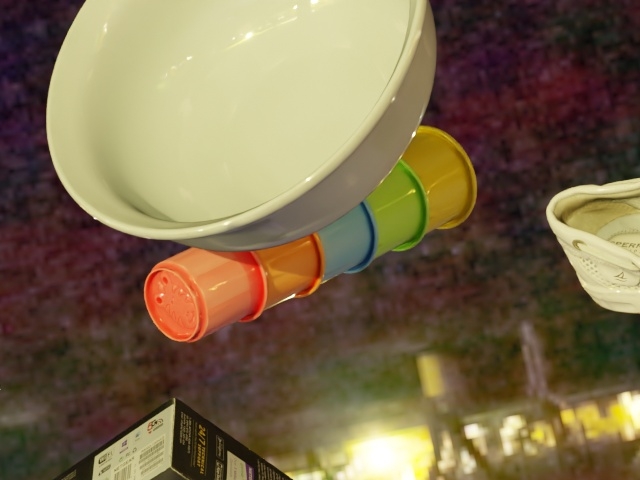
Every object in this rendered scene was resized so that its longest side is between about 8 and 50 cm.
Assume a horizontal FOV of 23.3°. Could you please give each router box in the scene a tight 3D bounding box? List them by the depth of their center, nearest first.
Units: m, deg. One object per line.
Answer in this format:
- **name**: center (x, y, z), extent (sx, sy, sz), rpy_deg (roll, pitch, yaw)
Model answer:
- **router box**: center (-0.149, 0.294, 1.346), extent (0.309, 0.081, 0.243), rpy_deg (-35, 124, 25)

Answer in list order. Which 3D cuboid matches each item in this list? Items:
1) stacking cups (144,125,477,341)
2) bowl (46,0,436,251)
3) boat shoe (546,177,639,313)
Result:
- **stacking cups**: center (0.000, 0.000, 1.228), extent (0.096, 0.096, 0.316), rpy_deg (-21, -174, 46)
- **bowl**: center (-0.035, -0.104, 1.081), extent (0.298, 0.298, 0.134), rpy_deg (-16, 145, 23)
- **boat shoe**: center (0.259, -0.006, 0.984), extent (0.277, 0.098, 0.096), rpy_deg (-7, 141, 47)
